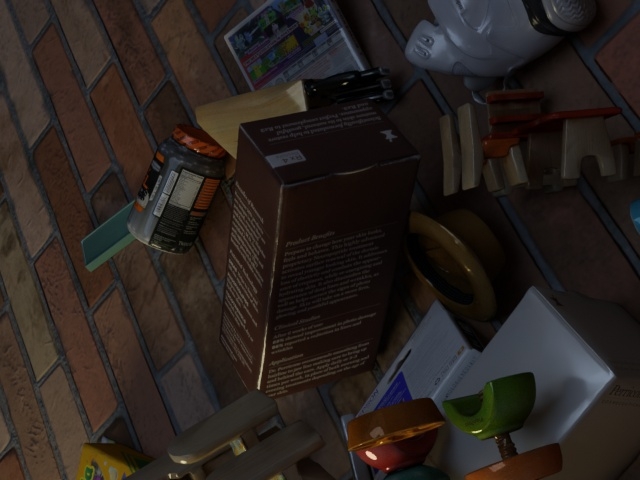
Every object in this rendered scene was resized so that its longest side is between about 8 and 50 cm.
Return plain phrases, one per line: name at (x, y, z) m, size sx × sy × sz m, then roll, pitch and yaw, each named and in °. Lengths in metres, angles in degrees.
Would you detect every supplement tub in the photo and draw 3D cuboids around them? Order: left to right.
supplement tub at (-0.227, -0.084, 1.976) m, size 0.117 × 0.117 × 0.190 m, roll 37°, pitch 107°, yaw 42°

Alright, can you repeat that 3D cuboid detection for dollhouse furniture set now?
dollhouse furniture set at (-0.115, 0.403, 1.574) m, size 0.394 × 0.256 × 0.362 m, roll 23°, pitch 139°, yaw 63°
dollhouse furniture set at (0.264, -0.128, 1.423) m, size 0.259 × 0.262 × 0.135 m, roll 163°, pitch 102°, yaw -80°

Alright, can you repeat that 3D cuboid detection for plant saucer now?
plant saucer at (-0.362, -0.014, 2.164) m, size 0.192 × 0.018 × 0.067 m, roll -33°, pitch 61°, yaw 37°

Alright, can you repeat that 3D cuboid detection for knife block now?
knife block at (-0.029, -0.199, 1.793) m, size 0.275 × 0.088 × 0.242 m, roll 43°, pitch 117°, yaw 26°

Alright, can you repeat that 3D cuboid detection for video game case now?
video game case at (-0.036, -0.281, 1.850) m, size 0.201 × 0.023 × 0.183 m, roll -31°, pitch 84°, yaw 37°
video game case at (0.061, 0.338, 1.601) m, size 0.022 × 0.173 × 0.190 m, roll -13°, pitch 67°, yaw -1°

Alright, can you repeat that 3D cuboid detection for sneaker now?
sneaker at (0.159, -0.348, 1.571) m, size 0.366 × 0.137 × 0.210 m, roll 46°, pitch 122°, yaw 7°

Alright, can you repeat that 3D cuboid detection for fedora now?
fedora at (0.177, 0.016, 1.569) m, size 0.079 × 0.194 × 0.194 m, roll -37°, pitch 47°, yaw -16°

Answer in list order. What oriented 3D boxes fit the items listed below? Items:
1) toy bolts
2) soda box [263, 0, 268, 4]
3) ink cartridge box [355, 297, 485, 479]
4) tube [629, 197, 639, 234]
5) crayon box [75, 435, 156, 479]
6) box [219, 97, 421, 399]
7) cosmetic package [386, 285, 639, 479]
toy bolts at (0.116, 0.253, 1.269) m, size 0.228 × 0.218 × 0.158 m, roll -37°, pitch 66°, yaw 53°
soda box at (-0.032, -0.438, 1.893) m, size 0.063 × 0.058 × 0.183 m, roll 12°, pitch 92°, yaw 44°
ink cartridge box at (0.127, 0.193, 1.573) m, size 0.206 × 0.045 × 0.208 m, roll -56°, pitch 13°, yaw 9°
tube at (0.448, -0.061, 1.369) m, size 0.207 × 0.052 × 0.080 m, roll -28°, pitch 66°, yaw 31°
crayon box at (-0.311, 0.453, 1.981) m, size 0.323 × 0.083 × 0.203 m, roll 12°, pitch 91°, yaw 45°
box at (-0.012, 0.020, 1.586) m, size 0.143 × 0.191 × 0.381 m, roll 55°, pitch 147°, yaw 38°
cosmetic package at (0.232, 0.242, 1.416) m, size 0.365 × 0.197 × 0.155 m, roll -56°, pitch 50°, yaw 23°
